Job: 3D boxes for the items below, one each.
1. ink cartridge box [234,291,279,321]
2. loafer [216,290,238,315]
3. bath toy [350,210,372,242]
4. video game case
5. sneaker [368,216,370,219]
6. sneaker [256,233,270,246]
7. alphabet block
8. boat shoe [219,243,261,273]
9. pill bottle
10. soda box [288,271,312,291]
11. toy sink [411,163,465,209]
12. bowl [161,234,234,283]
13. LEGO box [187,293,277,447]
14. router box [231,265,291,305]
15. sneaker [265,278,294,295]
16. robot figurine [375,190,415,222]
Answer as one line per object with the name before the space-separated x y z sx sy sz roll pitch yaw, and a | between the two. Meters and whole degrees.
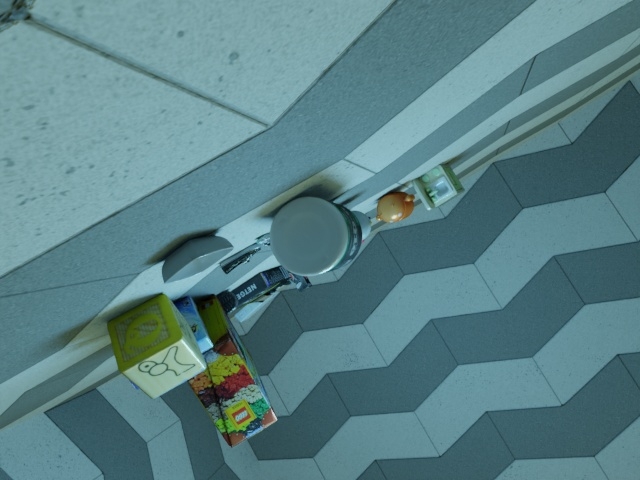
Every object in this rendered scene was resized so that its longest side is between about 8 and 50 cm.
ink cartridge box | -0.328 0.327 2.397 0.232 0.066 0.189 -44 175 -2
loafer | -0.524 0.362 2.085 0.366 0.133 0.130 -30 173 -3
bath toy | 0.070 0.017 1.707 0.129 0.151 0.348 -44 180 -34
video game case | -0.525 0.333 1.556 0.270 0.244 0.061 -29 129 -13
sneaker | 0.166 -0.053 2.242 0.224 0.083 0.098 -14 -136 54
sneaker | -0.145 0.012 1.399 0.098 0.069 0.038 -23 170 -47
alphabet block | -0.480 0.312 1.364 0.193 0.193 0.197 -29 140 -14
boat shoe | -0.243 0.057 1.431 0.142 0.040 0.049 -29 173 -6
pill bottle | 0.008 -0.011 1.307 0.204 0.204 0.361 -32 174 12
soda box | -0.111 0.161 2.214 0.060 0.168 0.053 -32 172 15
toy sink | 0.527 -0.242 2.040 0.131 0.152 0.234 -35 171 33
bowl | -0.284 0.036 1.051 0.142 0.053 0.142 -33 172 27
LEGO box | -0.382 0.476 1.785 0.193 0.372 0.500 -29 -161 -11
router box | -0.323 0.240 2.272 0.309 0.080 0.243 -33 173 24
sneaker | -0.210 0.198 2.488 0.279 0.107 0.118 -24 -172 -3
robot figurine | 0.322 -0.143 1.992 0.158 0.128 0.219 10 -164 30
